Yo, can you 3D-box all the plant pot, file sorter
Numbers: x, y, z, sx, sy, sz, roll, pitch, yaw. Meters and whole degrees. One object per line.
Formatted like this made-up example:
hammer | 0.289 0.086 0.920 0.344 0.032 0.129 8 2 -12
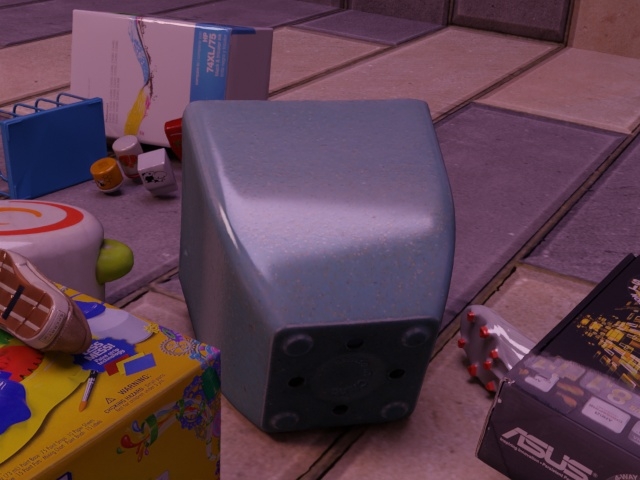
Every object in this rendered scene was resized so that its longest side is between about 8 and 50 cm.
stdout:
plant pot | 0.001 0.036 0.859 0.248 0.247 0.252 -3 43 -13
file sorter | -0.413 -0.142 1.314 0.104 0.118 0.170 16 28 33

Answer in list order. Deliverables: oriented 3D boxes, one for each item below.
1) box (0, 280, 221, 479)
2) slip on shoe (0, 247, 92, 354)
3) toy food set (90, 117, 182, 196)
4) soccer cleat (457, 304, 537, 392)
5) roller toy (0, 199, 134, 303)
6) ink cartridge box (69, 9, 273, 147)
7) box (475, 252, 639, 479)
box | -0.266 0.164 0.615 0.279 0.177 0.290 17 28 27
slip on shoe | -0.203 0.044 0.630 0.135 0.051 0.041 19 -13 47
toy food set | -0.209 -0.105 1.325 0.232 0.104 0.111 -15 40 1
soccer cleat | 0.206 0.131 0.884 0.076 0.068 0.196 -4 33 -27
roller toy | -0.312 0.047 0.891 0.209 0.146 0.191 12 17 29
ink cartridge box | -0.241 -0.263 1.463 0.270 0.197 0.198 10 15 14
box | 0.370 0.174 0.724 0.395 0.097 0.318 29 35 27
